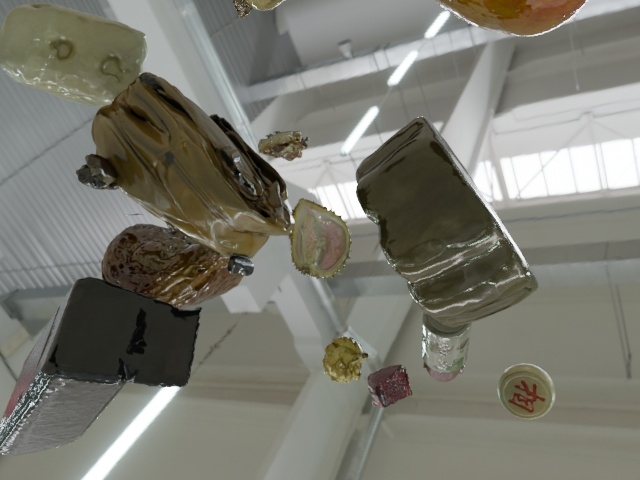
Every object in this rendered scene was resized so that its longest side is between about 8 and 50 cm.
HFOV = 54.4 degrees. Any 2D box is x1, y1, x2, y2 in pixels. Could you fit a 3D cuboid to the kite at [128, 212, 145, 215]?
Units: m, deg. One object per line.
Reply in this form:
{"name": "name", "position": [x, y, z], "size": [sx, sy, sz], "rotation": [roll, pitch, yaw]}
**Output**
{"name": "kite", "position": [-0.384, -0.055, 1.310], "size": [0.078, 0.002, 0.044], "rotation": [-2, -179, 43]}

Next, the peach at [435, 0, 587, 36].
{"name": "peach", "position": [0.294, -0.485, 0.953], "size": [0.289, 0.373, 0.373], "rotation": [1, -149, 2]}

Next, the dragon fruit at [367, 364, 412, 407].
{"name": "dragon fruit", "position": [0.187, 0.431, 1.827], "size": [0.147, 0.102, 0.096], "rotation": [-16, 178, -40]}

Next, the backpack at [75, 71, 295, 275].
{"name": "backpack", "position": [-0.219, -0.114, 1.098], "size": [0.201, 0.353, 0.378], "rotation": [-46, -111, 12]}

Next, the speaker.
{"name": "speaker", "position": [-0.368, 0.220, 1.001], "size": [0.388, 0.184, 0.180], "rotation": [-43, -148, 39]}

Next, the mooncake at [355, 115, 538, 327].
{"name": "mooncake", "position": [0.213, -0.026, 1.139], "size": [0.200, 0.378, 0.378], "rotation": [-35, -155, 15]}

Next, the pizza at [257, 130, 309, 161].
{"name": "pizza", "position": [-0.092, -0.274, 1.826], "size": [0.154, 0.069, 0.194], "rotation": [7, 174, -19]}

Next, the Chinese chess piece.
{"name": "Chinese chess piece", "position": [0.452, 0.331, 1.367], "size": [0.122, 0.122, 0.051], "rotation": [-9, -173, 26]}

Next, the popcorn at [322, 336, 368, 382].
{"name": "popcorn", "position": [0.043, 0.208, 1.088], "size": [0.083, 0.057, 0.082], "rotation": [-6, -130, -7]}

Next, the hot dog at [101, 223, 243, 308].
{"name": "hot dog", "position": [-0.313, 0.056, 1.396], "size": [0.267, 0.174, 0.387], "rotation": [12, -174, 13]}

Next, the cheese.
{"name": "cheese", "position": [-0.488, -0.357, 1.199], "size": [0.251, 0.174, 0.248], "rotation": [5, -172, -32]}

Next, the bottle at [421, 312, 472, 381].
{"name": "bottle", "position": [0.312, 0.262, 1.557], "size": [0.120, 0.253, 0.120], "rotation": [-5, -133, 5]}

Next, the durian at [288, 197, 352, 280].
{"name": "durian", "position": [-0.008, 0.003, 1.875], "size": [0.183, 0.250, 0.138], "rotation": [-8, 172, -17]}

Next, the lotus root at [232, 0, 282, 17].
{"name": "lotus root", "position": [-0.112, -0.681, 1.554], "size": [0.342, 0.151, 0.169], "rotation": [-24, -154, 40]}
